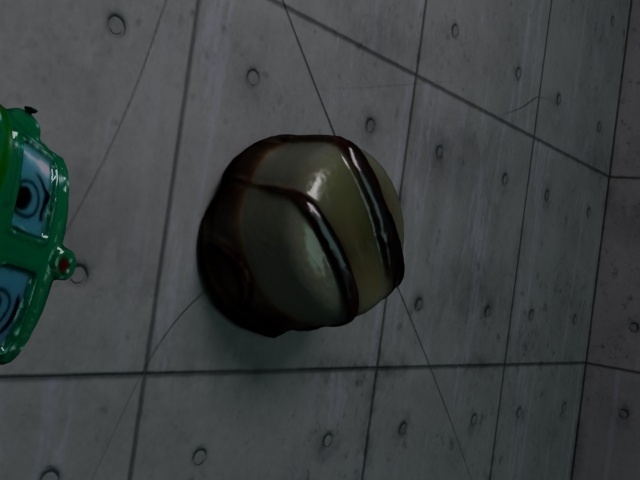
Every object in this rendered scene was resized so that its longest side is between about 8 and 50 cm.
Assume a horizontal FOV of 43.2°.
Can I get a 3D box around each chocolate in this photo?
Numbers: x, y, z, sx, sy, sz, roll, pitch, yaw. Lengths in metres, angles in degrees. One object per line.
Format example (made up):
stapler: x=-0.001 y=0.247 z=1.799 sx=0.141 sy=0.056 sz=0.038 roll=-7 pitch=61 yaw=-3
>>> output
chocolate: x=0.000 y=0.000 z=1.054 sx=0.284 sy=0.186 sz=0.283 roll=-11 pitch=104 yaw=-51

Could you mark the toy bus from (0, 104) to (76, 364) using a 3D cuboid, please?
toy bus: x=-0.329 y=-0.019 z=0.520 sx=0.199 sy=0.344 sz=0.183 roll=29 pitch=72 yaw=-61
